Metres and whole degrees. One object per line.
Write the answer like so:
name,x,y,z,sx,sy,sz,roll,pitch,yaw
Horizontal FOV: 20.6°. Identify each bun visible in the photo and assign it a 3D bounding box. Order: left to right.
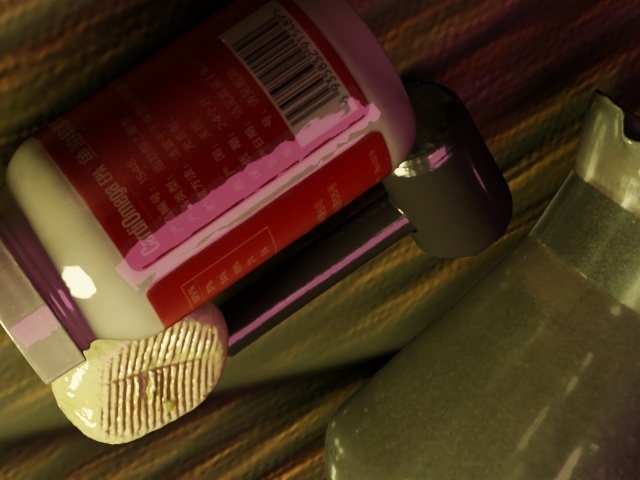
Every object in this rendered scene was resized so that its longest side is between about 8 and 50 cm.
bun,-0.115,0.067,1.079,0.115,0.069,0.115,-24,138,-23

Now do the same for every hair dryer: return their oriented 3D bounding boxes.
hair dryer,0.001,0.001,1.132,0.248,0.070,0.114,-32,141,1

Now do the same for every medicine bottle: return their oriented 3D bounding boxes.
medicine bottle,-0.077,-0.035,0.971,0.250,0.131,0.131,-35,140,-8

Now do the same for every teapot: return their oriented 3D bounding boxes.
teapot,0.195,0.099,1.228,0.300,0.253,0.344,23,104,-47
